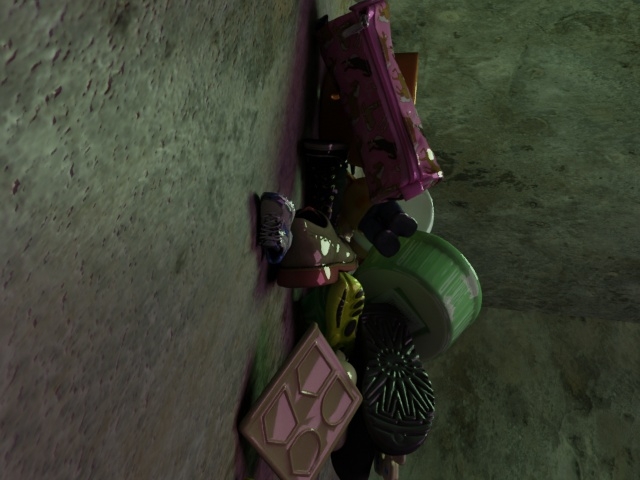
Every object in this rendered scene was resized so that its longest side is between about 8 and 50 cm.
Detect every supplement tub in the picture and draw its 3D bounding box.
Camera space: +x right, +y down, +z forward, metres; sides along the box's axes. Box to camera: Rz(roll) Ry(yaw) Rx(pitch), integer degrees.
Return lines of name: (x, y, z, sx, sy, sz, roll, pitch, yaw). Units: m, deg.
supplement tub: (0.186, -0.063, 1.755, 0.331, 0.241, 0.240, 109, -13, -84)

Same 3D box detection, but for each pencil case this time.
pencil case: (0.115, -0.259, 1.190, 0.167, 0.160, 0.385, -16, 87, -54)

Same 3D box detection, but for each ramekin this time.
ramekin: (0.206, 0.139, 1.441, 0.148, 0.304, 0.303, -41, 141, -45)

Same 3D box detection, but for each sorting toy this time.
sorting toy: (-0.053, 0.311, 0.983, 0.307, 0.041, 0.229, -52, 131, -32)

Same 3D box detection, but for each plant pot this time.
plant pot: (0.114, -0.289, 1.421, 0.291, 0.204, 0.290, 6, 90, -81)

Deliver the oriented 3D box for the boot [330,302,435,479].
boot: (0.103, 0.418, 1.370, 0.366, 0.146, 0.444, -88, -168, -52)

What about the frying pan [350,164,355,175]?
frying pan: (0.080, -0.356, 1.663, 0.326, 0.053, 0.197, 87, 12, -53)

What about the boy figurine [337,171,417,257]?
boy figurine: (0.097, -0.085, 1.356, 0.092, 0.177, 0.285, 35, 10, -44)

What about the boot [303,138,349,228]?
boot: (0.009, -0.111, 1.244, 0.236, 0.085, 0.178, -17, 114, -81)

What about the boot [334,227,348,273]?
boot: (0.033, 0.029, 1.489, 0.244, 0.089, 0.176, 42, 52, -75)

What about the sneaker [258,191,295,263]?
sneaker: (-0.067, -0.015, 0.915, 0.135, 0.052, 0.058, 84, 18, -50)

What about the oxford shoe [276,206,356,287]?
oxford shoe: (0.000, 0.000, 1.141, 0.348, 0.123, 0.130, -39, 126, -81)

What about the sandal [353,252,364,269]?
sandal: (0.128, 0.057, 2.198, 0.265, 0.076, 0.101, 178, -68, -78)

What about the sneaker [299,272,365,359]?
sneaker: (0.014, 0.173, 1.308, 0.123, 0.110, 0.295, 55, -42, 42)

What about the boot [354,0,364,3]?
boot: (0.114, -0.727, 1.507, 0.123, 0.095, 0.258, -65, 159, -46)

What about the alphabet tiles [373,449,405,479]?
alphabet tiles: (0.162, 0.432, 1.502, 0.278, 0.021, 0.283, 149, -57, -75)

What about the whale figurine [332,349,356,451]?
whale figurine: (-0.007, 0.323, 1.235, 0.272, 0.141, 0.216, 83, 17, -78)

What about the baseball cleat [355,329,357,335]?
baseball cleat: (0.118, 0.276, 2.235, 0.205, 0.072, 0.109, 91, 2, -50)

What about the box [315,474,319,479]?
box: (-0.034, 0.488, 1.416, 0.232, 0.059, 0.321, 78, 18, -63)
